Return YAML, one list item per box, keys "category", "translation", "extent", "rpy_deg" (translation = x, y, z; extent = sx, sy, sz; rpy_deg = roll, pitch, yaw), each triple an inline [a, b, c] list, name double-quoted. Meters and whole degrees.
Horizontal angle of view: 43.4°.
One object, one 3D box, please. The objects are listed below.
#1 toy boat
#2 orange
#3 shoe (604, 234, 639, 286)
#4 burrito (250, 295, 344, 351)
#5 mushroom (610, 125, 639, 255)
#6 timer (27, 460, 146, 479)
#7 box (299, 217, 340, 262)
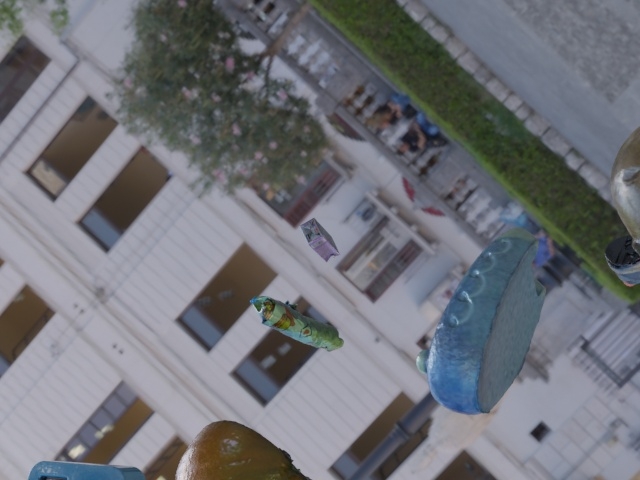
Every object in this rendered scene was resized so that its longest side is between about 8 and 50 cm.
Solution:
- category: "toy boat"
  translation: [0.257, 0.130, 1.297]
  extent: [0.123, 0.330, 0.215]
  rpy_deg: [12, 143, 31]
- category: "orange"
  translation: [-0.116, 0.455, 1.353]
  extent: [0.274, 0.274, 0.310]
  rpy_deg: [32, -146, -51]
- category: "shoe"
  translation: [0.546, 0.025, 1.245]
  extent: [0.077, 0.194, 0.074]
  rpy_deg: [56, -146, -39]
- category: "burrito"
  translation: [-0.051, 0.161, 1.633]
  extent: [0.288, 0.054, 0.104]
  rpy_deg: [32, -169, -48]
- category: "mushroom"
  translation: [0.513, -0.067, 1.072]
  extent: [0.255, 0.255, 0.184]
  rpy_deg: [42, 173, -2]
- category: "timer"
  translation: [-0.473, 0.546, 1.545]
  extent: [0.091, 0.249, 0.232]
  rpy_deg: [45, -135, -68]
- category: "box"
  translation: [0.000, 0.000, 1.610]
  extent: [0.051, 0.036, 0.117]
  rpy_deg: [65, -171, 25]
